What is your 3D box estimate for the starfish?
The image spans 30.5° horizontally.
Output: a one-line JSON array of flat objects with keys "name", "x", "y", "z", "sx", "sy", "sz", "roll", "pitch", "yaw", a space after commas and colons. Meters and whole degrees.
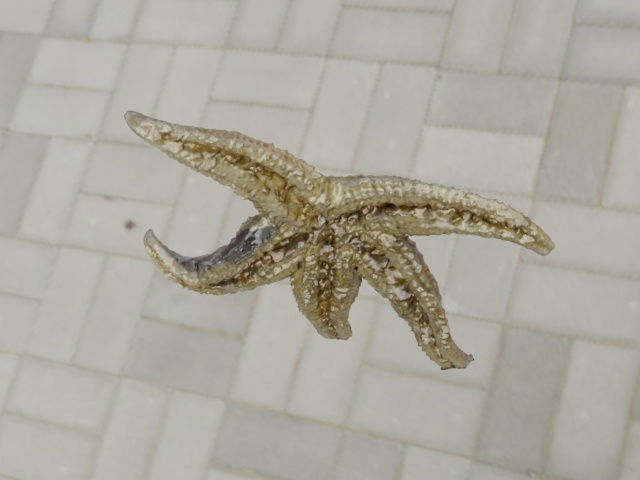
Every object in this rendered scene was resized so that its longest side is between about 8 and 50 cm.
[{"name": "starfish", "x": 0.002, "y": -0.006, "z": 0.607, "sx": 0.213, "sy": 0.238, "sz": 0.057, "roll": -17, "pitch": 42, "yaw": 34}]
